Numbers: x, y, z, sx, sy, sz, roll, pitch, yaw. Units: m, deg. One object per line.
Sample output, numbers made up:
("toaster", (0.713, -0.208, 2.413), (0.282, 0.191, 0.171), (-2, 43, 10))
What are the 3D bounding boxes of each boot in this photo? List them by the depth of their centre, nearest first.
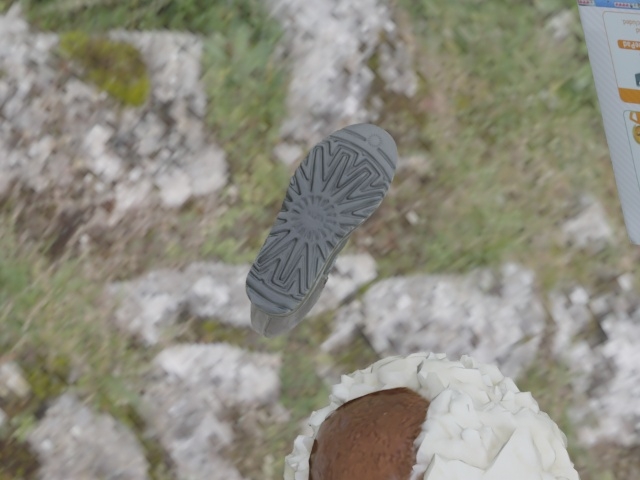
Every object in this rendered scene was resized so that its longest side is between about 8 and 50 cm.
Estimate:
("boot", (-0.001, -0.002, 1.658), (0.076, 0.208, 0.190), (38, 88, 9))

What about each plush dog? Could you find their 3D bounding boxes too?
("plush dog", (0.070, 0.180, 0.626), (0.210, 0.225, 0.262), (8, 78, -11))

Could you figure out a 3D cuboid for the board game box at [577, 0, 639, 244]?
("board game box", (0.223, -0.132, 0.873), (0.097, 0.224, 0.303), (-37, 124, -36))
